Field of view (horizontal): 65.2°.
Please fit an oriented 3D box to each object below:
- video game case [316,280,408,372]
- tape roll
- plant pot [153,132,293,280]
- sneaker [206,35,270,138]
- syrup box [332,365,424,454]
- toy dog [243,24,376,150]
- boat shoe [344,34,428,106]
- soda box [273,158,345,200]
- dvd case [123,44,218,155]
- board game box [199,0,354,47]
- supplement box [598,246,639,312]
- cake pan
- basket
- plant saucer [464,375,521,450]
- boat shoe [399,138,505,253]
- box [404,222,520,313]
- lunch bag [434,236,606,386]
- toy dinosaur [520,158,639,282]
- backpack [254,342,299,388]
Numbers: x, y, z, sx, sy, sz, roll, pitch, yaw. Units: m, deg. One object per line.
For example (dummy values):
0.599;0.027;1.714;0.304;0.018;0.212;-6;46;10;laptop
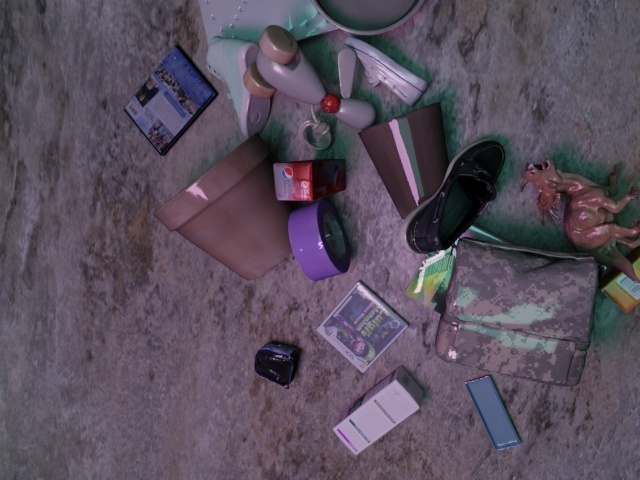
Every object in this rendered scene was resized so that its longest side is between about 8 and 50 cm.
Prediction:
0.109;0.231;1.333;0.173;0.022;0.190;41;110;7;video game case
0.000;0.000;1.239;0.080;0.189;0.189;-18;94;20;tape roll
-0.200;-0.063;1.256;0.323;0.323;0.280;-33;104;21;plant pot
-0.214;-0.393;1.275;0.151;0.094;0.256;28;138;27;sneaker
0.151;0.447;1.319;0.237;0.093;0.096;-44;85;21;syrup box
-0.023;-0.388;1.184;0.220;0.333;0.161;-17;50;37;toy dog
0.140;-0.396;1.175;0.226;0.083;0.076;35;108;9;boat shoe
-0.016;-0.147;1.177;0.092;0.263;0.084;2;102;19;soda box
-0.422;-0.387;1.403;0.253;0.022;0.180;-41;86;20;dvd case
-0.130;-0.675;1.235;0.389;0.050;0.390;-8;97;20;board game box
0.710;0.045;1.065;0.080;0.078;0.233;46;110;9;supplement box
0.106;-0.609;1.128;0.293;0.054;0.293;0;97;2;cake pan
0.215;-0.175;1.158;0.204;0.154;0.227;-16;98;32;basket
0.434;0.433;1.261;0.067;0.018;0.192;-25;90;21;plant saucer
0.312;-0.098;1.066;0.340;0.113;0.127;-40;112;-20;boat shoe
0.395;0.104;1.193;0.322;0.058;0.232;29;107;13;box
0.410;0.134;1.051;0.305;0.212;0.256;10;103;16;lunch bag
0.560;-0.043;1.061;0.200;0.127;0.296;-20;84;22;toy dinosaur
-0.122;0.340;1.397;0.114;0.084;0.105;15;105;12;backpack
